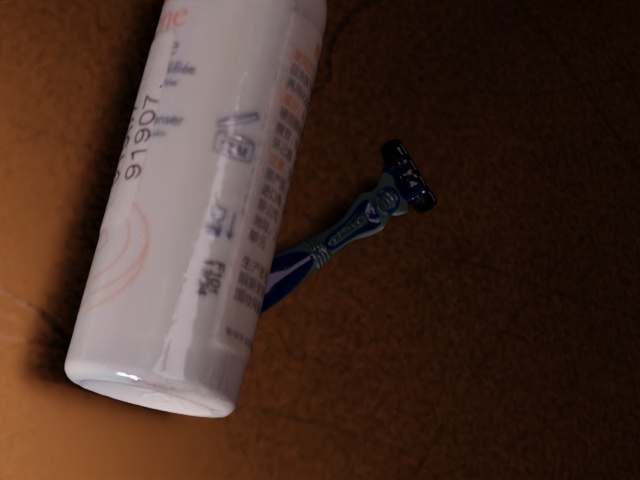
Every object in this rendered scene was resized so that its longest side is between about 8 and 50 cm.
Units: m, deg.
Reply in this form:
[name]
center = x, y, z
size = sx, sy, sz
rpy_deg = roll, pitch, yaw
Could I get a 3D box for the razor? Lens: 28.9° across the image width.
[razor]
center = 0.003, -0.001, 0.634
size = 0.155, 0.028, 0.044
rpy_deg = -35, 100, -30

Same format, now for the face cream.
[face cream]
center = -0.048, -0.055, 0.585
size = 0.082, 0.082, 0.269
rpy_deg = 20, 71, -25
